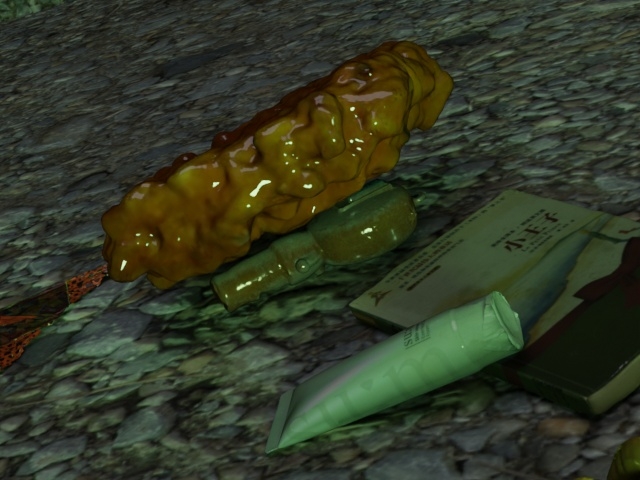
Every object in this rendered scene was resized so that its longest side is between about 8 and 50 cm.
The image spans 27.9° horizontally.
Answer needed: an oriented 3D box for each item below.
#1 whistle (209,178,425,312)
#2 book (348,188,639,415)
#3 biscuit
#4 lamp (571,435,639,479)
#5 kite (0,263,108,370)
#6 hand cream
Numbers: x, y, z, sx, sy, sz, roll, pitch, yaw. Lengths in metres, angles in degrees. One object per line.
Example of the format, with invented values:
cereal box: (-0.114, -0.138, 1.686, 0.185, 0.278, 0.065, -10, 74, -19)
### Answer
whistle: (0.000, 0.000, 1.194, 0.220, 0.057, 0.107, -27, 21, -10)
book: (0.177, 0.039, 1.010, 0.201, 0.026, 0.289, -34, 28, -24)
biscuit: (-0.033, -0.074, 1.201, 0.318, 0.110, 0.312, -27, 6, 18)
lamp: (0.166, 0.164, 0.657, 0.253, 0.118, 0.118, -17, 24, 14)
kite: (-0.305, 0.076, 1.324, 0.125, 0.008, 0.222, -2, 30, 36)
hand cream: (0.049, 0.097, 0.945, 0.205, 0.050, 0.078, -26, 23, 21)
